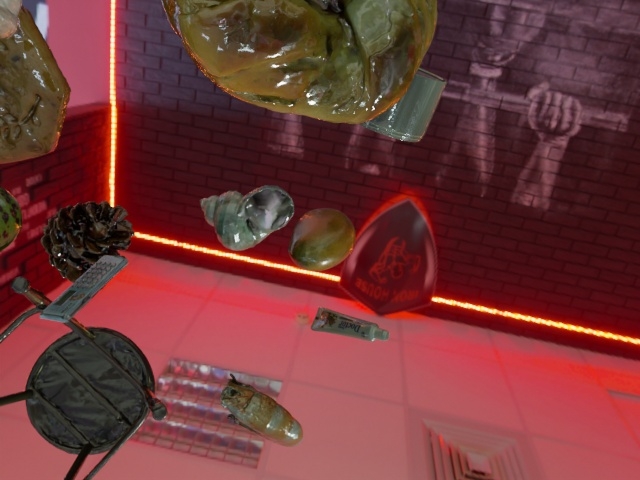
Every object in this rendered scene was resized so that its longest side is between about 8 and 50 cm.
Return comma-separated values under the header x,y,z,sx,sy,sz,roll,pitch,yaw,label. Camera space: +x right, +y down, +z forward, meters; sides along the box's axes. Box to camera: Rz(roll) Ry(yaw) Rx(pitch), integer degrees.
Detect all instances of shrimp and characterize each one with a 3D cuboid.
x,y,z,sx,sy,sz,roll,pitch,yaw,label
-0.120,0.377,1.079,0.185,0.287,0.068,26,-115,8,shrimp

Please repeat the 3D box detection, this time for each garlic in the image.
x,y,z,sx,sy,sz,roll,pitch,yaw,label
-0.390,-0.291,0.592,0.074,0.113,0.094,-27,169,-5,garlic

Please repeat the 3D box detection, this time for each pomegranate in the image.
x,y,z,sx,sy,sz,roll,pitch,yaw,label
-0.453,-0.044,0.647,0.122,0.162,0.122,-15,-166,4,pomegranate

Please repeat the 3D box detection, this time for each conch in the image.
x,y,z,sx,sy,sz,roll,pitch,yaw,label
-0.217,-0.072,1.481,0.277,0.220,0.195,14,-134,4,conch

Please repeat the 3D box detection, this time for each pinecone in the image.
x,y,z,sx,sy,sz,roll,pitch,yaw,label
-0.557,-0.003,1.236,0.204,0.184,0.179,-13,-159,10,pinecone

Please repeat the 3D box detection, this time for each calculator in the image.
x,y,z,sx,sy,sz,roll,pitch,yaw,label
-0.389,0.076,0.856,0.057,0.018,0.172,4,-147,16,calculator

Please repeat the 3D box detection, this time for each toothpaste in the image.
x,y,z,sx,sy,sz,roll,pitch,yaw,label
0.069,0.216,1.279,0.255,0.067,0.037,5,161,47,toothpaste

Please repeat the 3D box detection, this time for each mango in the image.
x,y,z,sx,sy,sz,roll,pitch,yaw,label
0.006,-0.001,1.190,0.151,0.121,0.221,-3,-157,6,mango

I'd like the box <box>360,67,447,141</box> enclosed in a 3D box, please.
x,y,z,sx,sy,sz,roll,pitch,yaw,label
0.169,-0.349,1.227,0.226,0.149,0.226,17,-155,-8,box

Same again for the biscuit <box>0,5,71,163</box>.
x,y,z,sx,sy,sz,roll,pitch,yaw,label
-0.608,-0.288,0.880,0.358,0.359,0.046,12,-140,3,biscuit

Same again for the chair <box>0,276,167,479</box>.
x,y,z,sx,sy,sz,roll,pitch,yaw,label
-0.539,0.341,1.074,0.364,0.362,0.410,42,170,1,chair

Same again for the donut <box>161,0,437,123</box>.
x,y,z,sx,sy,sz,roll,pitch,yaw,label
-0.010,-0.308,0.583,0.360,0.361,0.170,-3,-153,-29,donut
